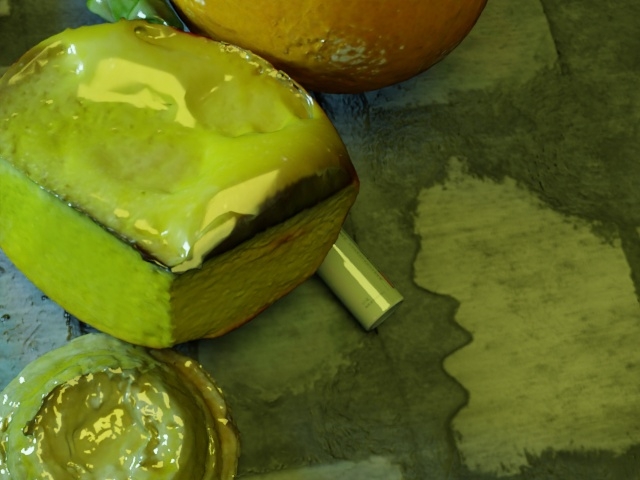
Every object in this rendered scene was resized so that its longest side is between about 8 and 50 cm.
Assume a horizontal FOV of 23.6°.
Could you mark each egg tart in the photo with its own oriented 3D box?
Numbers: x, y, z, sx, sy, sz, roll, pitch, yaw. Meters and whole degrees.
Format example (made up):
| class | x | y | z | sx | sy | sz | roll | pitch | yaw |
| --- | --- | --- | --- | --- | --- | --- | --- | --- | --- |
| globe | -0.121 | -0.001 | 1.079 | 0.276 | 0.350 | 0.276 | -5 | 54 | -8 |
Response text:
| class | x | y | z | sx | sy | sz | roll | pitch | yaw |
| --- | --- | --- | --- | --- | --- | --- | --- | --- | --- |
| egg tart | -0.217 | 0.225 | 1.590 | 0.290 | 0.115 | 0.290 | 4 | 68 | -11 |

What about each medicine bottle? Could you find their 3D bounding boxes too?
| class | x | y | z | sx | sy | sz | roll | pitch | yaw |
| --- | --- | --- | --- | --- | --- | --- | --- | --- | --- |
| medicine bottle | 0.000 | 0.000 | 1.756 | 0.059 | 0.059 | 0.231 | -37 | 79 | -22 |

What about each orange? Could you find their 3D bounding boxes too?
| class | x | y | z | sx | sy | sz | roll | pitch | yaw |
| --- | --- | --- | --- | --- | --- | --- | --- | --- | --- |
| orange | -0.002 | -0.352 | 1.751 | 0.423 | 0.326 | 0.424 | 20 | 39 | -17 |

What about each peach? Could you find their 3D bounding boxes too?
| class | x | y | z | sx | sy | sz | roll | pitch | yaw |
| --- | --- | --- | --- | --- | --- | --- | --- | --- | --- |
| peach | -0.157 | -0.057 | 1.645 | 0.380 | 0.242 | 0.306 | 25 | 60 | 13 |

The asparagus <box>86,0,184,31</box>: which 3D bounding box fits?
| class | x | y | z | sx | sy | sz | roll | pitch | yaw |
| --- | --- | --- | --- | --- | --- | --- | --- | --- | --- |
| asparagus | -0.243 | -0.310 | 1.776 | 0.082 | 0.085 | 0.343 | 13 | 30 | -44 |
